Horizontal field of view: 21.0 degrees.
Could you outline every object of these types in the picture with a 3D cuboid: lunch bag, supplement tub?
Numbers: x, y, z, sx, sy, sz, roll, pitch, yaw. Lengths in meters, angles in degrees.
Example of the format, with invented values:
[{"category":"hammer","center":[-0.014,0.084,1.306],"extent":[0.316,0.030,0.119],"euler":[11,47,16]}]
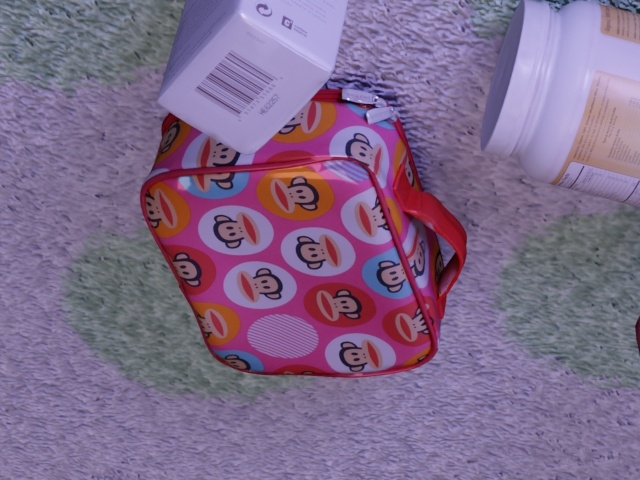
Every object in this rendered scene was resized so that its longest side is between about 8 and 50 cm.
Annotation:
[{"category":"lunch bag","center":[0.000,0.000,1.525],"extent":[0.258,0.120,0.293],"euler":[-3,137,16]},{"category":"supplement tub","center":[0.235,-0.102,1.330],"extent":[0.199,0.144,0.144],"euler":[15,139,-2]}]

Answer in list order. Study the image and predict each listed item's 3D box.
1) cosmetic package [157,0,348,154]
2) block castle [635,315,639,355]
[{"category":"cosmetic package","center":[-0.036,-0.186,1.236],"extent":[0.085,0.231,0.117],"euler":[31,137,-20]},{"category":"block castle","center":[0.502,0.087,1.339],"extent":[0.453,0.213,0.303],"euler":[5,159,-9]}]
